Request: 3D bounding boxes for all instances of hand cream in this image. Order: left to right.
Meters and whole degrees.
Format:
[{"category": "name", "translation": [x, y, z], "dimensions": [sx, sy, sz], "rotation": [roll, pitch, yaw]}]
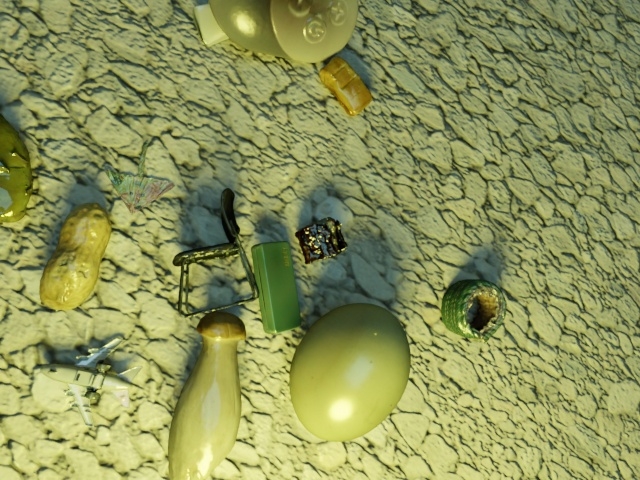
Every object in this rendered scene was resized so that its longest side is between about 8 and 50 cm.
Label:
[{"category": "hand cream", "translation": [-0.152, -0.506, 0.921], "dimensions": [0.256, 0.048, 0.079], "rotation": [-26, 122, -15]}]

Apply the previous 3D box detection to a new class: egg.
[{"category": "egg", "translation": [0.055, 0.247, 0.804], "dimensions": [0.219, 0.219, 0.269], "rotation": [43, 80, -5]}]

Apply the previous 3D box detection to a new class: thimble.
[{"category": "thimble", "translation": [0.344, 0.154, 0.944], "dimensions": [0.119, 0.090, 0.135], "rotation": [29, 81, -6]}]

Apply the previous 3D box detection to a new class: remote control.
[{"category": "remote control", "translation": [-0.069, -0.502, 0.875], "dimensions": [0.333, 0.103, 0.220], "rotation": [0, 113, -25]}]

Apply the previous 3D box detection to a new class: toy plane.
[{"category": "toy plane", "translation": [-0.431, 0.256, 0.777], "dimensions": [0.171, 0.065, 0.162], "rotation": [17, 69, -15]}]

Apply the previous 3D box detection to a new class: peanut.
[{"category": "peanut", "translation": [-0.454, 0.030, 0.785], "dimensions": [0.100, 0.099, 0.213], "rotation": [18, 75, -10]}]

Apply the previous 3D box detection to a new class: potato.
[{"category": "potato", "translation": [-0.600, -0.138, 0.764], "dimensions": [0.118, 0.090, 0.225], "rotation": [-21, 88, -14]}]

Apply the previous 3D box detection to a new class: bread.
[{"category": "bread", "translation": [0.058, -0.349, 0.950], "dimensions": [0.074, 0.053, 0.132], "rotation": [-40, 95, -13]}]

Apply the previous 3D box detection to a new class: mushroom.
[{"category": "mushroom", "translation": [-0.211, 0.311, 0.788], "dimensions": [0.129, 0.128, 0.349], "rotation": [11, 80, -11]}]

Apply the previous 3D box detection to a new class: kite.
[{"category": "kite", "translation": [-0.370, -0.127, 0.857], "dimensions": [0.139, 0.011, 0.156], "rotation": [9, 84, -15]}]

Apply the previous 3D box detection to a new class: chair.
[{"category": "chair", "translation": [-0.213, 0.024, 0.811], "dimensions": [0.146, 0.140, 0.220], "rotation": [-11, 85, -14]}]

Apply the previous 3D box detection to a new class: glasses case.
[{"category": "glasses case", "translation": [-0.091, 0.095, 0.862], "dimensions": [0.078, 0.040, 0.183], "rotation": [-6, 84, -46]}]

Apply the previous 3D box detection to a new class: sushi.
[{"category": "sushi", "translation": [-0.001, 0.000, 0.878], "dimensions": [0.094, 0.098, 0.084], "rotation": [-20, 86, -9]}]
